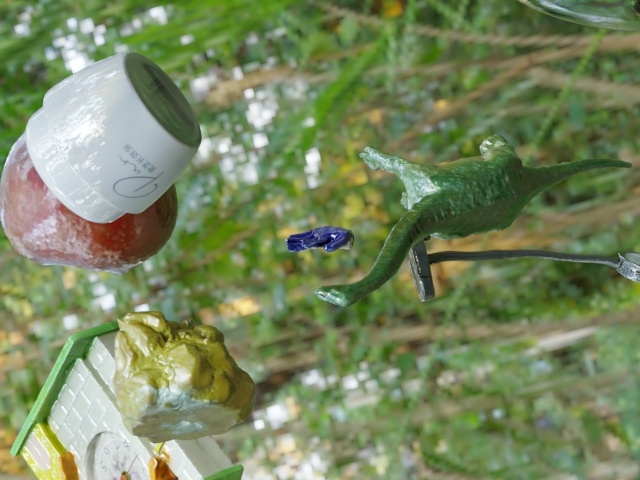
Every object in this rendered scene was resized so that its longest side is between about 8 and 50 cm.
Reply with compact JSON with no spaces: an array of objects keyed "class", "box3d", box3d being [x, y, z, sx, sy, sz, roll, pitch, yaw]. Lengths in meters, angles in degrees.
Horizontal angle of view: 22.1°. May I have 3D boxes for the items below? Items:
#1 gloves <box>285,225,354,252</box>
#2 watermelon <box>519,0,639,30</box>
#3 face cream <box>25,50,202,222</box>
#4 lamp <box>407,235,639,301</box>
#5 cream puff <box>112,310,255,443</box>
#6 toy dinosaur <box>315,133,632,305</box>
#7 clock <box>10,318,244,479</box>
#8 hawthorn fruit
[{"class":"gloves","box3d":[0.000,0.000,1.962,0.064,0.086,0.026,-149,58,-67]},{"class":"watermelon","box3d":[0.172,-0.299,1.231,0.330,0.189,0.331,10,-103,-48]},{"class":"face cream","box3d":[-0.157,-0.079,1.249,0.117,0.104,0.117,47,-159,-23]},{"class":"lamp","box3d":[0.293,0.049,2.318,0.130,0.371,0.109,-109,26,-70]},{"class":"cream puff","box3d":[-0.141,0.130,1.615,0.146,0.146,0.116,54,-160,-64]},{"class":"toy dinosaur","box3d":[0.163,-0.032,1.609,0.301,0.447,0.087,-142,44,-65]},{"class":"clock","box3d":[-0.219,0.257,1.892,0.106,0.220,0.255,-15,-124,-45]},{"class":"hawthorn fruit","box3d":[-0.293,-0.078,2.060,0.266,0.230,0.210,99,-165,-50]}]
